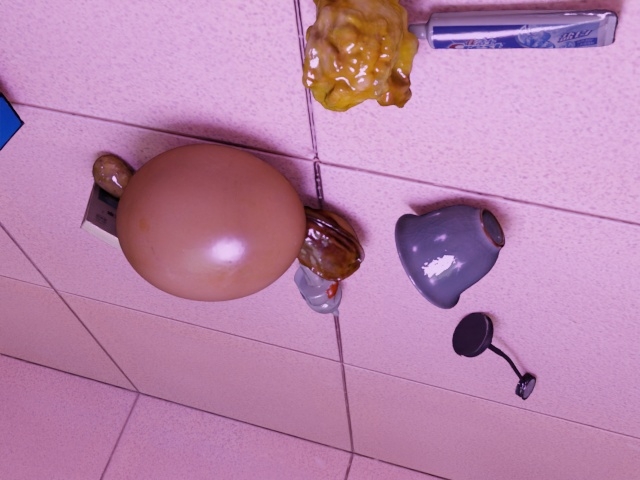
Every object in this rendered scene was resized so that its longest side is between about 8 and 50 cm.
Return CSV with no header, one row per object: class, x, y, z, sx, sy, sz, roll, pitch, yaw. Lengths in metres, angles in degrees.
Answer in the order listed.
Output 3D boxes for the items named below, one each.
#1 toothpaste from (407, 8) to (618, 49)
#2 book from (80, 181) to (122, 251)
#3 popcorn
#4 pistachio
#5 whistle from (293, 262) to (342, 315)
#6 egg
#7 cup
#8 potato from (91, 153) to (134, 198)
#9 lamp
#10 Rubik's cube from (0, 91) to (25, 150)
toothpaste,0.247,-0.277,0.954,0.269,0.047,0.069,4,135,19
book,-0.412,-0.039,1.576,0.215,0.282,0.025,33,104,-25
popcorn,0.053,-0.261,0.966,0.156,0.197,0.197,-2,148,6
pistachio,0.000,0.000,1.487,0.165,0.130,0.210,-12,130,48
whistle,-0.006,0.102,1.689,0.102,0.105,0.253,17,158,24
egg,-0.205,-0.033,1.373,0.374,0.301,0.301,6,148,20
cup,0.254,0.009,1.325,0.150,0.199,0.199,-30,126,33
potato,-0.439,-0.129,1.582,0.092,0.070,0.138,8,151,49
lamp,0.433,0.282,1.783,0.109,0.130,0.371,24,174,41
Rubik's cube,-0.798,-0.246,1.348,0.294,0.288,0.283,20,153,23
